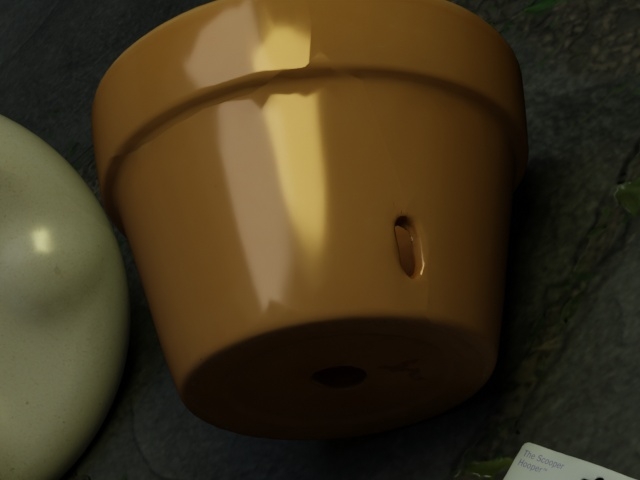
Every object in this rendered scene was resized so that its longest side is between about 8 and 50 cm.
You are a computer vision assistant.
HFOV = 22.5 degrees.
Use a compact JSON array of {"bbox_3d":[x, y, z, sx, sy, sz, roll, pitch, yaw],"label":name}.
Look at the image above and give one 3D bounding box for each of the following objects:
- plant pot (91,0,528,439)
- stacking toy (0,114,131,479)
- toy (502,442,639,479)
[{"bbox_3d":[0.000,0.000,1.036,0.291,0.291,0.203,-23,57,29],"label":"plant pot"},{"bbox_3d":[-0.374,0.045,1.412,0.350,0.350,0.480,-51,16,-7],"label":"stacking toy"},{"bbox_3d":[0.093,0.217,0.899,0.137,0.056,0.237,15,67,50],"label":"toy"}]
